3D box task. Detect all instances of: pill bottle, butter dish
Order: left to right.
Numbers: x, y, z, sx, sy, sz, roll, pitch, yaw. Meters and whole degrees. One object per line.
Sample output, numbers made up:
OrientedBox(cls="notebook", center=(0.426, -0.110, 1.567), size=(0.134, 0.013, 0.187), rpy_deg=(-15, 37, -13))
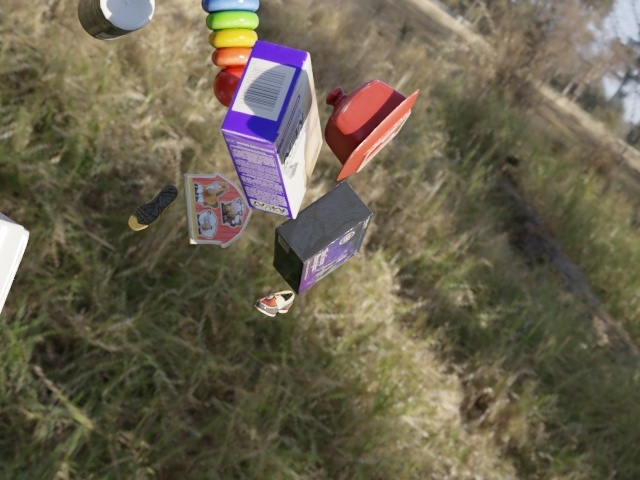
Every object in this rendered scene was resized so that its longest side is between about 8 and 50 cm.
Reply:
OrientedBox(cls="pill bottle", center=(-0.491, -0.541, 2.133), size=(0.130, 0.130, 0.246), rpy_deg=(29, -11, -29))
OrientedBox(cls="butter dish", center=(0.058, -0.195, 1.440), size=(0.118, 0.160, 0.160), rpy_deg=(45, -13, 4))

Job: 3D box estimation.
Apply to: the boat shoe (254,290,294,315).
OrientedBox(cls="boat shoe", center=(-0.097, 0.132, 1.953), size=(0.049, 0.043, 0.137), rpy_deg=(37, 14, 19))

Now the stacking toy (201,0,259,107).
OrientedBox(cls="stacking toy", center=(-0.181, -0.430, 1.816), size=(0.141, 0.330, 0.141), rpy_deg=(-1, 7, 0))

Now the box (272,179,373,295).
OrientedBox(cls="box", center=(0.000, 0.000, 1.957), size=(0.103, 0.184, 0.261), rpy_deg=(49, -14, 11))

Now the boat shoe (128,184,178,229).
OrientedBox(cls="boat shoe", center=(-0.423, -0.081, 2.318), size=(0.056, 0.153, 0.048), rpy_deg=(43, -9, 4))

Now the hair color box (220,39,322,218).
OrientedBox(cls="hair color box", center=(-0.080, -0.192, 1.673), size=(0.110, 0.185, 0.339), rpy_deg=(16, -18, 8))

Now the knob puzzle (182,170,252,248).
OrientedBox(cls="knob puzzle", center=(-0.241, -0.077, 2.225), size=(0.213, 0.213, 0.030), rpy_deg=(28, -28, -35))

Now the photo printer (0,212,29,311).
OrientedBox(cls="photo printer", center=(-0.580, 0.095, 1.446), size=(0.107, 0.307, 0.256), rpy_deg=(21, -1, -31))
